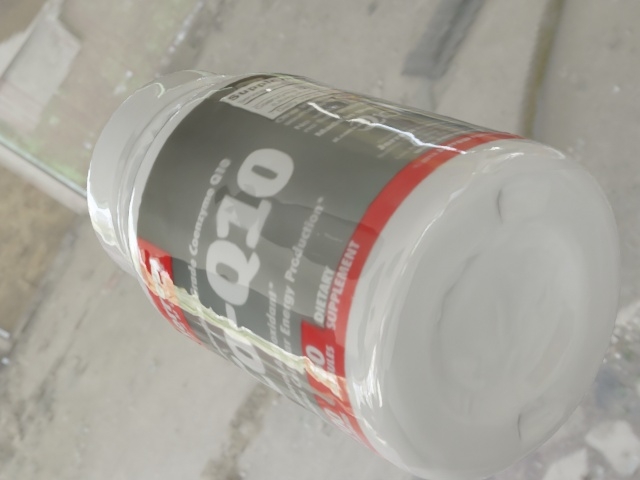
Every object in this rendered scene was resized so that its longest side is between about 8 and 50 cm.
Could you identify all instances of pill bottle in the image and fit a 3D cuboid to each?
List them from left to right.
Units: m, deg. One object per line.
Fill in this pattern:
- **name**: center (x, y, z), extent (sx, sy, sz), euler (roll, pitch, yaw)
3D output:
- **pill bottle**: center (0.000, 0.000, 0.663), extent (0.283, 0.161, 0.161), euler (23, 79, 49)
